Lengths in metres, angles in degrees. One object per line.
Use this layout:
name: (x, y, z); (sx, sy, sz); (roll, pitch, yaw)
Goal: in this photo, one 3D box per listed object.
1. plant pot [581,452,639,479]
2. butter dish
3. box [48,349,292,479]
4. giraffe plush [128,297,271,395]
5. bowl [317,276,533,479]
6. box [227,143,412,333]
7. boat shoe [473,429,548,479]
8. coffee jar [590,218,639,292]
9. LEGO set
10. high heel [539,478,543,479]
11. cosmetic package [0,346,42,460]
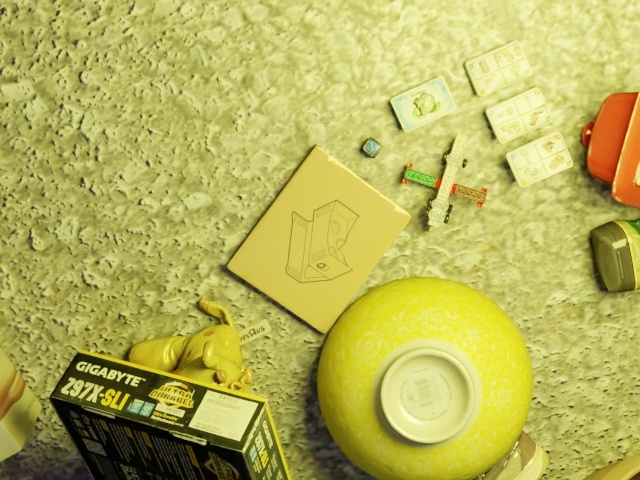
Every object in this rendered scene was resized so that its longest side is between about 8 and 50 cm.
plant pot: (0.414, 0.398, 1.489); (0.237, 0.109, 0.237); (-6, 102, -31)
butter dish: (0.394, -0.128, 1.389); (0.160, 0.118, 0.160); (8, 98, -47)
box: (-0.162, 0.283, 1.313); (0.257, 0.079, 0.322); (10, 140, 20)
giraffe plush: (-0.148, 0.190, 1.376); (0.210, 0.170, 0.181); (-42, 103, 5)
bowl: (0.135, 0.189, 1.374); (0.289, 0.156, 0.289); (0, 88, 4)
box: (0.000, 0.000, 1.425); (0.164, 0.021, 0.201); (35, 97, -12)
boat shoe: (0.184, 0.361, 1.487); (0.285, 0.103, 0.092); (-40, 98, 0)
coffee jar: (0.458, 0.006, 1.439); (0.184, 0.079, 0.096); (-14, 106, -3)
LEGO set: (0.182, -0.129, 1.412); (0.244, 0.060, 0.182); (-25, 92, -1)
high heel: (0.212, 0.428, 1.498); (0.261, 0.093, 0.186); (-7, 110, -21)
cosmetic package: (-0.493, 0.147, 1.345); (0.129, 0.153, 0.296); (-29, 105, 3)
